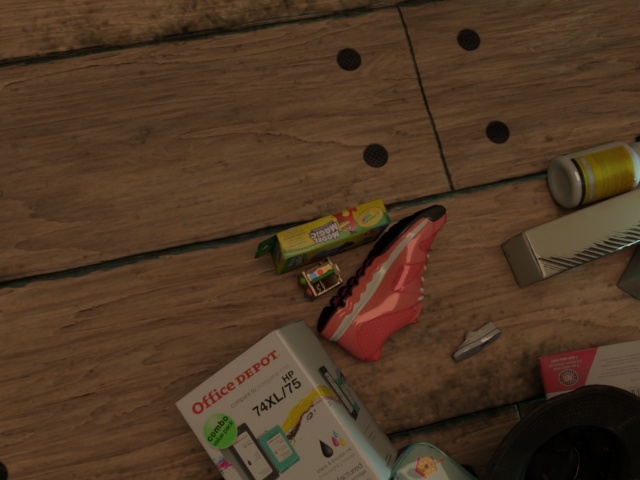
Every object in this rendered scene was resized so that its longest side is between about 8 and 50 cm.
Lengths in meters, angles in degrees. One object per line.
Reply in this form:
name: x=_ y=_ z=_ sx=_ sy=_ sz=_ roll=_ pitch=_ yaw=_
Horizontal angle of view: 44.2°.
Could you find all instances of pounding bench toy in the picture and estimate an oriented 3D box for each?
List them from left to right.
pounding bench toy: x=-0.001 y=0.066 z=1.360 sx=0.065 sy=0.083 sz=0.052 roll=-28 pitch=82 yaw=-15

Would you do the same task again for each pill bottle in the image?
pill bottle: x=0.530 y=-0.129 z=1.481 sx=0.184 sy=0.103 sz=0.103 roll=-15 pitch=79 yaw=-12

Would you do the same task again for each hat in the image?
hat: x=0.378 y=0.340 z=1.213 sx=0.331 sy=0.134 sz=0.331 roll=-2 pitch=112 yaw=-5

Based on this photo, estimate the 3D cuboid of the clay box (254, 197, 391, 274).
clay box: x=0.000 y=0.000 z=1.354 sx=0.222 sy=0.127 sz=0.053 roll=-20 pitch=79 yaw=-13

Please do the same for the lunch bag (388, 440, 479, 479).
lunch bag: x=0.182 y=0.476 z=1.272 sx=0.279 sy=0.108 sz=0.224 roll=40 pitch=75 yaw=3

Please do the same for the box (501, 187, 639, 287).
box: x=0.484 y=-0.008 z=1.441 sx=0.275 sy=0.113 sz=0.094 roll=-20 pitch=81 yaw=-12

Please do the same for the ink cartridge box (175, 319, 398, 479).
ink cartridge box: x=-0.045 y=0.289 z=1.211 sx=0.198 sy=0.197 sz=0.270 roll=-37 pitch=83 yaw=8

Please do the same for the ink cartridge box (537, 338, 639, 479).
ink cartridge box: x=0.501 y=0.315 z=1.309 sx=0.207 sy=0.117 sz=0.283 roll=-16 pitch=76 yaw=31

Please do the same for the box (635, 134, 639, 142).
box: x=0.712 y=-0.099 z=1.532 sx=0.159 sy=0.044 sz=0.233 roll=-1 pitch=76 yaw=-9

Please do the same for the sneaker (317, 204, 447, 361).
sneaker: x=0.133 y=0.077 z=1.380 sx=0.136 sy=0.116 sz=0.314 roll=42 pitch=80 yaw=-7

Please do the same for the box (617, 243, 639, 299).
box: x=0.629 y=0.063 z=1.456 sx=0.102 sy=0.087 sz=0.101 roll=34 pitch=74 yaw=0

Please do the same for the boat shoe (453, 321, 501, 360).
boat shoe: x=0.273 y=0.177 z=1.404 sx=0.100 sy=0.035 sz=0.035 roll=-31 pitch=55 yaw=-11
